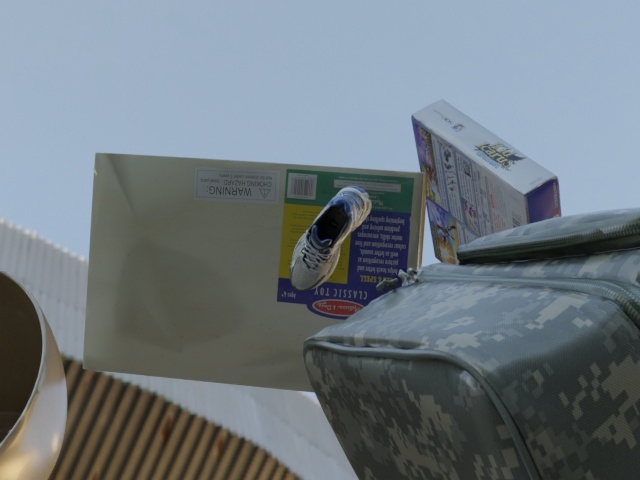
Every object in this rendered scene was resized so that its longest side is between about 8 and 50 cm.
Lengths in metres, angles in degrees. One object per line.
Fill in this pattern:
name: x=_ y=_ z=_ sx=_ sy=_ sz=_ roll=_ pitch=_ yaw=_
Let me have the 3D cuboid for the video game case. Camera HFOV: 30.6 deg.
video game case: x=0.233 y=-0.028 z=1.597 sx=0.061 sy=0.244 sz=0.269 roll=-30 pitch=-47 yaw=-18

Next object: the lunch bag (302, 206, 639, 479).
lunch bag: x=0.164 y=0.086 z=0.682 sx=0.256 sy=0.305 sz=0.212 roll=-27 pitch=-85 yaw=-18

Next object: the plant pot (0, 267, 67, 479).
plant pot: x=-0.369 y=0.187 z=1.169 sx=0.284 sy=0.284 sz=0.191 roll=-19 pitch=-40 yaw=2

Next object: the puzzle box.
puzzle box: x=-0.081 y=0.040 z=1.408 sx=0.409 sy=0.052 sz=0.272 roll=5 pitch=-88 yaw=11

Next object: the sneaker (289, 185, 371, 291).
sneaker: x=0.000 y=0.000 z=1.263 sx=0.052 sy=0.058 sz=0.135 roll=34 pitch=-69 yaw=11
